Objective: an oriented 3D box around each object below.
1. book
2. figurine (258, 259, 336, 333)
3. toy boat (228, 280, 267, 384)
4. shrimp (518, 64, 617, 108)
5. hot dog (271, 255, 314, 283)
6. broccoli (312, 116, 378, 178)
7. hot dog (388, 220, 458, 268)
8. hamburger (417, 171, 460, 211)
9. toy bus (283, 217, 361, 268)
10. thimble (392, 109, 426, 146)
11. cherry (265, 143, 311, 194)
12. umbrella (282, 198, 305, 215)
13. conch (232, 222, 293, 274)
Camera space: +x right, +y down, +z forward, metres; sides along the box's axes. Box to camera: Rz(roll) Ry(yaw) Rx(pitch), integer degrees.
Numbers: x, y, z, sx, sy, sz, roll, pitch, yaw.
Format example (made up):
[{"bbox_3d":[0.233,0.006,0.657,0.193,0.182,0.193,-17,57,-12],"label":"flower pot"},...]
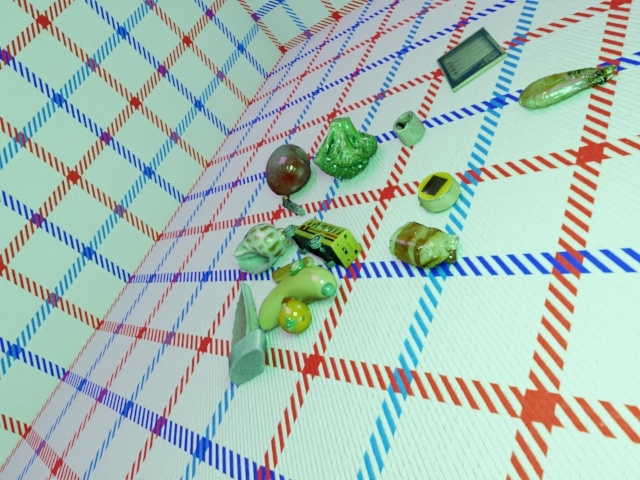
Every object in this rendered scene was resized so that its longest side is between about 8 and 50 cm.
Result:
[{"bbox_3d":[0.590,-0.724,1.874,0.228,0.018,0.322,-31,34,24],"label":"book"},{"bbox_3d":[-0.079,0.206,1.546,0.324,0.124,0.222,-39,35,20],"label":"figurine"},{"bbox_3d":[-0.252,0.333,1.576,0.293,0.111,0.276,-113,39,-55],"label":"toy boat"},{"bbox_3d":[0.715,-0.457,1.375,0.267,0.061,0.145,-12,36,48],"label":"shrimp"},{"bbox_3d":[-0.098,0.115,1.738,0.215,0.047,0.066,-27,65,39],"label":"hot dog"},{"bbox_3d":[0.097,-0.368,1.893,0.269,0.242,0.261,-7,21,9],"label":"broccoli"},{"bbox_3d":[0.290,0.019,1.321,0.146,0.103,0.213,-34,36,-20],"label":"hot dog"},{"bbox_3d":[0.356,-0.145,1.439,0.141,0.081,0.126,7,61,40],"label":"hamburger"},{"bbox_3d":[0.000,0.000,1.680,0.123,0.121,0.335,-45,29,-14],"label":"toy bus"},{"bbox_3d":[0.332,-0.423,1.778,0.102,0.090,0.115,-34,32,21],"label":"thimble"},{"bbox_3d":[-0.161,-0.320,2.163,0.239,0.206,0.239,-20,49,25],"label":"cherry"},{"bbox_3d":[-0.123,-0.145,2.068,0.188,0.050,0.046,36,106,59],"label":"umbrella"},{"bbox_3d":[-0.217,0.020,1.898,0.275,0.183,0.149,-18,10,31],"label":"conch"}]
